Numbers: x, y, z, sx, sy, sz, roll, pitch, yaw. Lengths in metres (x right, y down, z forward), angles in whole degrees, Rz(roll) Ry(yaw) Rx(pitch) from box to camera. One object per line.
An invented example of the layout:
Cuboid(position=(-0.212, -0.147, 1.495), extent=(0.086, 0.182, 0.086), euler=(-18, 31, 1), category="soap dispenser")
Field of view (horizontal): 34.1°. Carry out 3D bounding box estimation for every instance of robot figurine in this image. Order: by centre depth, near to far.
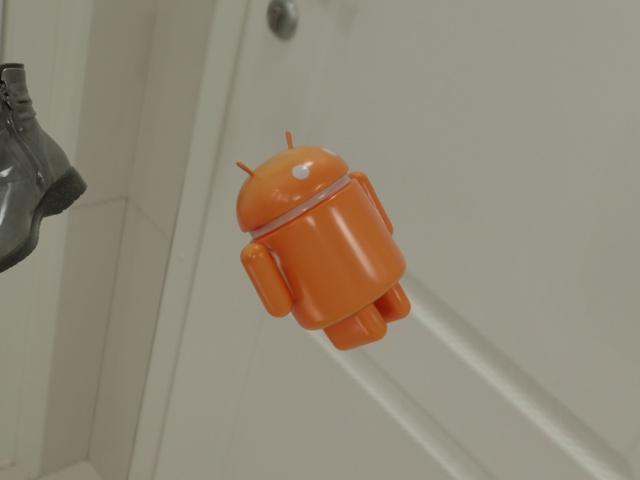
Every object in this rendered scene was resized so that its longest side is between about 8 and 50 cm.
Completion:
Cuboid(position=(-0.001, 0.001, 1.027), extent=(0.158, 0.219, 0.128), euler=(-31, 6, -3), category="robot figurine")

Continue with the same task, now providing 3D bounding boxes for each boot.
Cuboid(position=(-0.455, -0.090, 1.383), extent=(0.118, 0.222, 0.338), euler=(-17, 24, 19), category="boot")
